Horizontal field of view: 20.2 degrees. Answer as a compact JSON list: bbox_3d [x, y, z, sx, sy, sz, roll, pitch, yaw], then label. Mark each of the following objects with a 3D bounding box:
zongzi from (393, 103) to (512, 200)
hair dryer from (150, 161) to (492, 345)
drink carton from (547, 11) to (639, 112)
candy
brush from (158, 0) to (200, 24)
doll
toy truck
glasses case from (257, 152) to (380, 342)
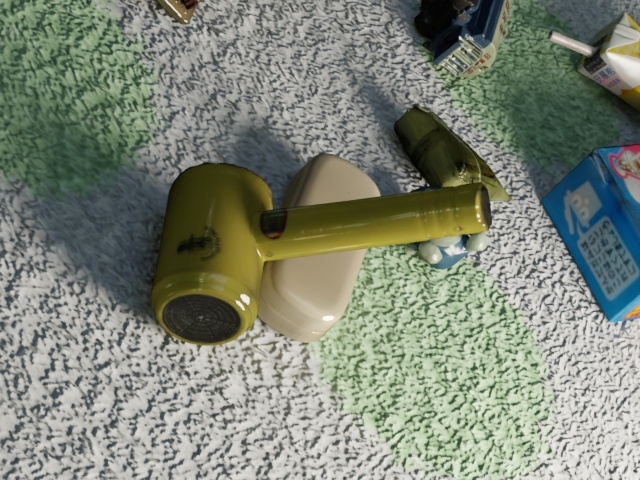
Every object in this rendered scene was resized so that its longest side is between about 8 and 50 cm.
[{"bbox_3d":[0.133,-0.084,1.768,0.113,0.052,0.104,6,47,-51],"label":"zongzi"},{"bbox_3d":[0.000,0.000,1.455,0.090,0.279,0.135,66,22,-44],"label":"hair dryer"},{"bbox_3d":[0.344,-0.195,1.993,0.200,0.084,0.074,35,66,-11],"label":"drink carton"},{"bbox_3d":[0.390,-0.017,1.873,0.306,0.100,0.157,-8,62,-40],"label":"candy"},{"bbox_3d":[-0.189,-0.289,1.624,0.248,0.036,0.043,43,34,-35],"label":"brush"},{"bbox_3d":[0.104,-0.012,1.683,0.076,0.050,0.083,-16,69,-25],"label":"doll"},{"bbox_3d":[0.164,-0.253,1.904,0.088,0.074,0.201,36,43,-15],"label":"toy truck"},{"bbox_3d":[-0.003,0.004,1.585,0.083,0.050,0.196,35,43,-13],"label":"glasses case"}]
